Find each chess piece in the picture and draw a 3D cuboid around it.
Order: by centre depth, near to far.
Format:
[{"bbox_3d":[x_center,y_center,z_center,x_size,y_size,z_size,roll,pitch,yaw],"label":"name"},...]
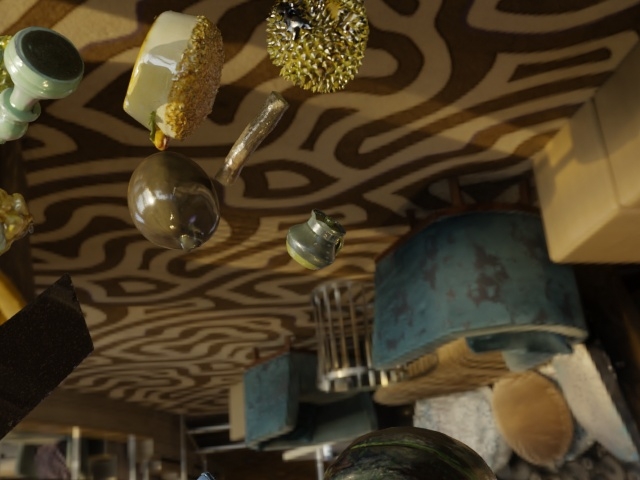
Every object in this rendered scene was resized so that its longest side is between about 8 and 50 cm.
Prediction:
[{"bbox_3d":[-0.564,-0.268,1.468,0.139,0.139,0.272,12,141,-37],"label":"chess piece"}]

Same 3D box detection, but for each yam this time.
[{"bbox_3d":[-0.192,-0.274,2.118,0.066,0.066,0.299,21,112,-48],"label":"yam"}]

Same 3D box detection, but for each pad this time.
[{"bbox_3d":[-0.599,0.239,1.600,0.004,0.330,0.220,7,122,24],"label":"pad"}]

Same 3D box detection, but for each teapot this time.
[{"bbox_3d":[0.000,0.000,1.797,0.119,0.130,0.166,-53,147,15],"label":"teapot"}]

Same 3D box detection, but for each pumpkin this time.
[{"bbox_3d":[0.100,0.386,0.924,0.241,0.323,0.323,15,166,22],"label":"pumpkin"}]

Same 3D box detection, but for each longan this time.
[{"bbox_3d":[-0.404,-0.097,2.127,0.243,0.300,0.300,-30,152,11],"label":"longan"}]

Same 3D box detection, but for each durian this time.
[{"bbox_3d":[-0.008,-0.377,1.380,0.138,0.193,0.237,7,140,-40],"label":"durian"}]

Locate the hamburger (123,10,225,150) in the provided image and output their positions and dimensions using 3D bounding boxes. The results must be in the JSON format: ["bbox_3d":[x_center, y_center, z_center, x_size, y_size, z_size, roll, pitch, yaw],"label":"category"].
[{"bbox_3d":[-0.309,-0.357,1.699,0.179,0.276,0.294,23,125,-7],"label":"hamburger"}]

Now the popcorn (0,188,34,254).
[{"bbox_3d":[-0.694,-0.035,1.576,0.194,0.163,0.140,-30,-155,-10],"label":"popcorn"}]

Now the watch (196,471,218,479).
[{"bbox_3d":[-0.224,0.498,1.129,0.275,0.068,0.276,-30,134,-15],"label":"watch"}]

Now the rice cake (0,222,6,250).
[{"bbox_3d":[-0.491,0.032,0.918,0.237,0.043,0.127,-29,178,-19],"label":"rice cake"}]

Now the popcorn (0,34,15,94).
[{"bbox_3d":[-0.743,-0.376,1.787,0.204,0.221,0.183,-39,139,2],"label":"popcorn"}]
